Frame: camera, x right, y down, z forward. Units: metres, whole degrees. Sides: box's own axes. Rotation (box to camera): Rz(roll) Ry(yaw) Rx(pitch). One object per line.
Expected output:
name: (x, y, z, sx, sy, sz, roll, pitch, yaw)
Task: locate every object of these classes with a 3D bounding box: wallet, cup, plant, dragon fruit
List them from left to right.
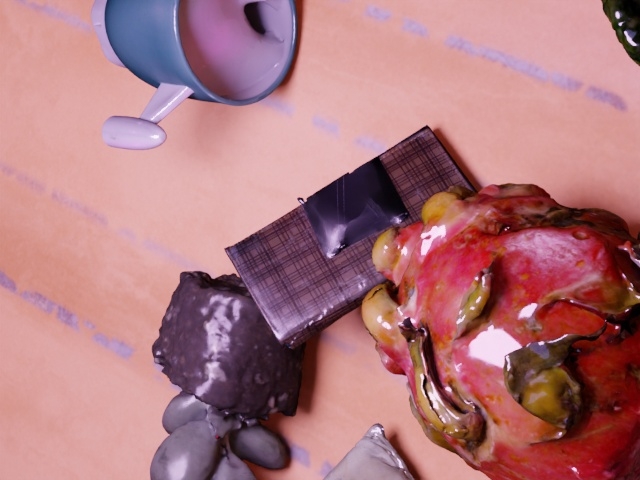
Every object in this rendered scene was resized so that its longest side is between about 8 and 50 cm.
cup: (-0.138, -0.222, 1.472, 0.173, 0.167, 0.299, 10, 68, 44)
plant: (-0.098, 0.171, 1.437, 0.146, 0.149, 0.274, 11, 93, 53)
wallet: (0.035, -0.004, 1.351, 0.230, 0.042, 0.124, -32, 67, 0)
dragon fruit: (0.168, 0.074, 1.188, 0.291, 0.269, 0.250, 40, 101, 26)

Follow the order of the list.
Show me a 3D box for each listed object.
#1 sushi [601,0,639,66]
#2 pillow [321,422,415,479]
sushi: (0.386, -0.233, 1.089, 0.352, 0.178, 0.294, -17, 81, 30)
pillow: (0.079, 0.341, 1.343, 0.185, 0.075, 0.302, -46, 63, 16)
